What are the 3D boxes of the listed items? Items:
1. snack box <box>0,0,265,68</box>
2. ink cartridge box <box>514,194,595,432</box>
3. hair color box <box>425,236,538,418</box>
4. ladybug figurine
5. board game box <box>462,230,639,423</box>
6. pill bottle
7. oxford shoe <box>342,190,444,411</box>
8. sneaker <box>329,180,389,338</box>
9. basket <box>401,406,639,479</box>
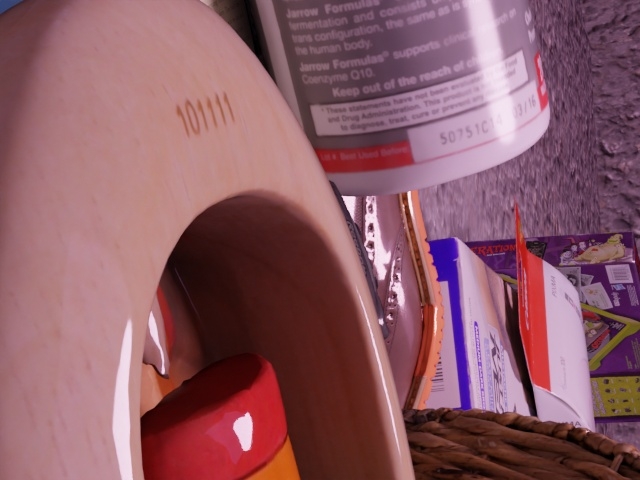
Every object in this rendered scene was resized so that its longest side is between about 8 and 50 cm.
[{"bbox_3d":[-0.089,-0.106,0.879,0.322,0.060,0.187,-51,132,-69],"label":"snack box"},{"bbox_3d":[0.233,0.098,1.581,0.189,0.066,0.232,-85,168,-47],"label":"ink cartridge box"},{"bbox_3d":[0.121,0.120,1.457,0.339,0.110,0.185,35,49,-72],"label":"hair color box"},{"bbox_3d":[-0.072,0.129,0.615,0.305,0.162,0.449,-28,108,-64],"label":"ladybug figurine"},{"bbox_3d":[0.281,0.110,1.846,0.347,0.208,0.056,64,23,-51],"label":"board game box"},{"bbox_3d":[0.029,-0.183,0.925,0.161,0.161,0.283,-61,140,-65],"label":"pill bottle"},{"bbox_3d":[0.000,0.000,1.121,0.133,0.130,0.363,0,90,-42],"label":"oxford shoe"},{"bbox_3d":[-0.048,0.033,0.900,0.286,0.130,0.109,120,-50,-80],"label":"sneaker"},{"bbox_3d":[0.135,0.255,1.018,0.213,0.299,0.223,-53,140,-29],"label":"basket"}]
